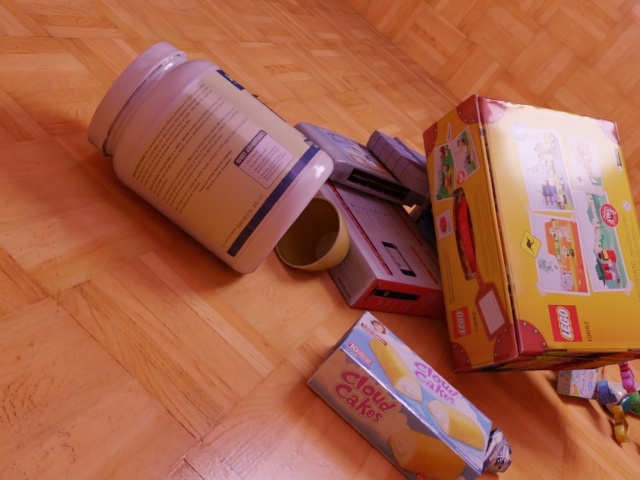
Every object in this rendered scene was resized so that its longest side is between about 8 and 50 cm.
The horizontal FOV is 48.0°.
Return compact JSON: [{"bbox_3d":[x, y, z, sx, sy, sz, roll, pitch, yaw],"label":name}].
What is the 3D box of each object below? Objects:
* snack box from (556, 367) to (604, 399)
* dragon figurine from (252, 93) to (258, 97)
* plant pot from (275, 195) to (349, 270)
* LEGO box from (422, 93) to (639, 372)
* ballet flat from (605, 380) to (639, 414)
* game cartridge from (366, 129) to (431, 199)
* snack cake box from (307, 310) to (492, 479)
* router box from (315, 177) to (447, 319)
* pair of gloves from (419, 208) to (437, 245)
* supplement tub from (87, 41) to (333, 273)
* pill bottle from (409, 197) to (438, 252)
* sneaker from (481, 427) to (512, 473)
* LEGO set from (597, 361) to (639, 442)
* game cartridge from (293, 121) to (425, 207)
[{"bbox_3d":[0.589,0.303,1.619,0.141,0.037,0.100,18,77,-39],"label":"snack box"},{"bbox_3d":[-0.215,-0.301,1.532,0.144,0.085,0.289,29,28,-22],"label":"dragon figurine"},{"bbox_3d":[0.000,0.000,1.290,0.095,0.134,0.134,34,19,-52],"label":"plant pot"},{"bbox_3d":[0.432,-0.002,1.424,0.372,0.193,0.500,4,71,-26],"label":"LEGO box"},{"bbox_3d":[0.752,0.376,1.752,0.248,0.086,0.086,14,35,-42],"label":"ballet flat"},{"bbox_3d":[0.291,-0.128,1.644,0.355,0.068,0.230,21,16,-32],"label":"game cartridge"},{"bbox_3d":[0.123,0.244,1.076,0.264,0.089,0.152,42,25,4],"label":"snack cake box"},{"bbox_3d":[0.109,0.002,1.474,0.301,0.082,0.335,13,35,-44],"label":"router box"},{"bbox_3d":[0.293,0.006,1.576,0.198,0.023,0.159,12,47,-39],"label":"pair of gloves"},{"bbox_3d":[-0.169,-0.129,1.123,0.325,0.235,0.235,38,25,-3],"label":"supplement tub"},{"bbox_3d":[0.301,-0.001,1.704,0.215,0.117,0.117,40,24,0],"label":"pill bottle"},{"bbox_3d":[0.283,0.351,1.165,0.058,0.052,0.135,50,27,13],"label":"sneaker"},{"bbox_3d":[0.679,0.388,1.593,0.227,0.087,0.093,59,30,-16],"label":"LEGO set"},{"bbox_3d":[0.078,-0.167,1.568,0.297,0.062,0.198,15,29,-42],"label":"game cartridge"}]
